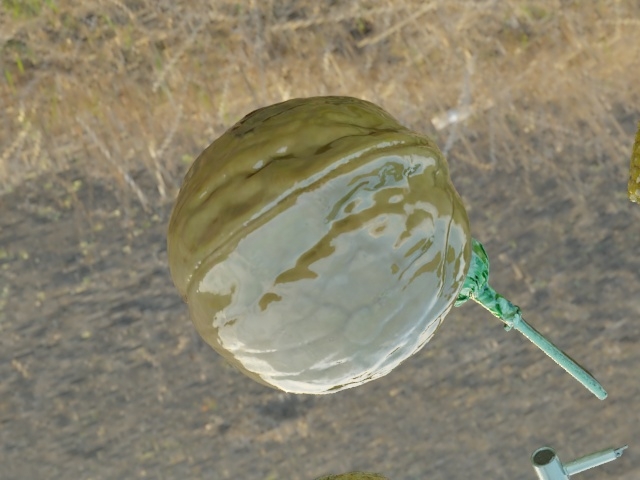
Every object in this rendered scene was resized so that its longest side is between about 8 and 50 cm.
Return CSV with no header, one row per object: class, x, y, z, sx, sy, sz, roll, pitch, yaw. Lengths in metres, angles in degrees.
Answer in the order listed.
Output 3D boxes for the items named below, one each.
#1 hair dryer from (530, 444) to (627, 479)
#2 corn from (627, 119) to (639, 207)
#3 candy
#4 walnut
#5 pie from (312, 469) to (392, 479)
hair dryer,0.343,0.289,1.560,0.124,0.038,0.063,-22,122,12
corn,0.417,-0.203,1.184,0.144,0.144,0.387,14,96,-50
candy,0.227,0.092,1.386,0.323,0.097,0.097,38,118,-19
walnut,0.000,0.000,0.877,0.228,0.228,0.228,-20,151,-12
pie,0.082,0.408,1.497,0.308,0.308,0.085,2,139,-40
